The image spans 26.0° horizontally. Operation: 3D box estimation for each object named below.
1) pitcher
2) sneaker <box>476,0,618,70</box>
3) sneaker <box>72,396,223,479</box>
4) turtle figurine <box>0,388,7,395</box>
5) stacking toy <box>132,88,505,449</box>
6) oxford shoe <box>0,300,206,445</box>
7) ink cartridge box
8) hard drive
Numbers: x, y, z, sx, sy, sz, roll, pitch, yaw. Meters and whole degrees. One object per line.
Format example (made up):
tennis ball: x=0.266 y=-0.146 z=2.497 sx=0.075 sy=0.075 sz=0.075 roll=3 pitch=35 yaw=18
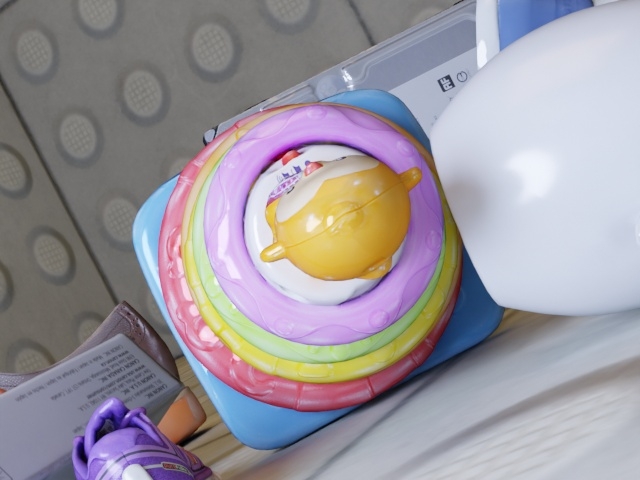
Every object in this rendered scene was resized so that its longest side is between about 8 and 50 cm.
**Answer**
pitcher: x=0.154 y=-0.036 z=0.549 sx=0.207 sy=0.125 sz=0.178 roll=-22 pitch=22 yaw=14
sneaker: x=0.202 y=-0.062 z=0.756 sx=0.182 sy=0.128 sz=0.315 roll=1 pitch=-10 yaw=19
sneaker: x=-0.085 y=0.106 z=0.656 sx=0.068 sy=0.071 sz=0.170 roll=-27 pitch=-1 yaw=-14
turtle figurine: x=-0.310 y=0.185 z=0.818 sx=0.269 sy=0.087 sz=0.217 roll=-45 pitch=-6 yaw=14
stacking toy: x=0.000 y=0.000 z=0.633 sx=0.175 sy=0.166 sz=0.302 roll=-28 pitch=-3 yaw=-3
oxford shoe: x=-0.278 y=0.173 z=1.083 sx=0.363 sy=0.133 sz=0.130 roll=-28 pitch=0 yaw=-13
ink cartridge box: x=-0.220 y=0.187 z=0.782 sx=0.239 sy=0.060 sz=0.275 roll=-55 pitch=-13 yaw=25
hard drive: x=0.087 y=-0.074 z=1.331 sx=0.339 sy=0.237 sz=0.064 roll=-27 pitch=-1 yaw=-6
